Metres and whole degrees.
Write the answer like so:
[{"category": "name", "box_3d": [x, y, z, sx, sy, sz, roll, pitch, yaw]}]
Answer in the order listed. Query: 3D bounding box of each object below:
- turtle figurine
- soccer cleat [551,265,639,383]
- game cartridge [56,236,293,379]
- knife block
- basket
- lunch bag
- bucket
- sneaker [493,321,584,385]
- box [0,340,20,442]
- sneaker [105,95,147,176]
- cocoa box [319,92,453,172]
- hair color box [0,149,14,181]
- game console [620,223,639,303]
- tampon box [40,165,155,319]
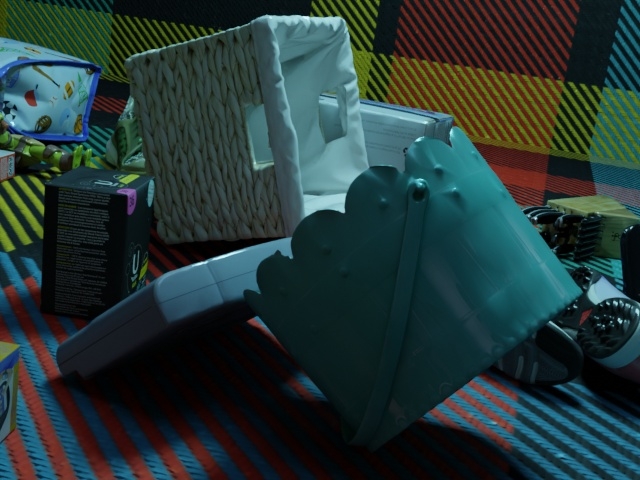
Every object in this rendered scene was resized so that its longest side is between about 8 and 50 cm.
[{"category": "turtle figurine", "box_3d": [-0.573, -0.181, 1.648, 0.218, 0.087, 0.269, 15, -12, 2]}, {"category": "soccer cleat", "box_3d": [0.381, 0.117, 1.098, 0.116, 0.108, 0.318, 36, 6, -5]}, {"category": "game cartridge", "box_3d": [-0.110, 0.062, 0.894, 0.196, 0.060, 0.294, -26, -6, 34]}, {"category": "knife block", "box_3d": [0.492, -0.035, 1.674, 0.242, 0.088, 0.275, 9, 16, 1]}, {"category": "basket", "box_3d": [-0.099, -0.179, 1.372, 0.267, 0.328, 0.331, -5, 10, 24]}, {"category": "lunch bag", "box_3d": [-0.751, -0.344, 1.906, 0.328, 0.238, 0.385, 14, 9, 15]}, {"category": "bucket", "box_3d": [0.087, 0.052, 0.774, 0.183, 0.281, 0.281, 53, 32, 14]}, {"category": "sneaker", "box_3d": [0.231, 0.106, 1.051, 0.229, 0.086, 0.132, 17, 15, 32]}, {"category": "box", "box_3d": [-0.282, 0.142, 0.667, 0.028, 0.081, 0.136, 9, 16, 3]}, {"category": "sneaker", "box_3d": [-0.356, -0.218, 1.736, 0.158, 0.181, 0.410, 0, 18, -28]}, {"category": "cocoa box", "box_3d": [0.052, -0.156, 1.620, 0.347, 0.231, 0.228, 13, 15, 18]}, {"category": "hair color box", "box_3d": [-0.638, -0.131, 1.526, 0.093, 0.053, 0.167, 9, 14, 5]}, {"category": "game console", "box_3d": [0.579, 0.094, 1.126, 0.293, 0.250, 0.173, 3, -10, -20]}, {"category": "tampon box", "box_3d": [-0.270, 0.001, 1.028, 0.102, 0.160, 0.120, 8, 16, 2]}]
